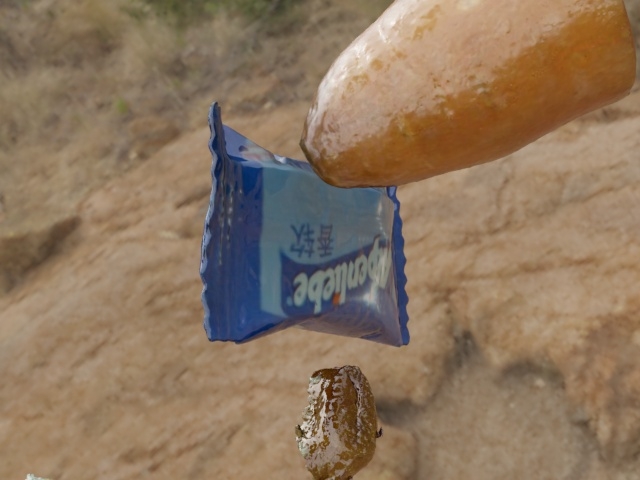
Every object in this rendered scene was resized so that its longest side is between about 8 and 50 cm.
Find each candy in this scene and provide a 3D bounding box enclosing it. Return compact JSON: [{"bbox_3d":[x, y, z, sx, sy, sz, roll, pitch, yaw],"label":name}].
[{"bbox_3d":[0.000,0.000,0.984,0.077,0.187,0.331,-7,-7,32],"label":"candy"}]

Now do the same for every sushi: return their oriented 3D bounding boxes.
[{"bbox_3d":[0.010,0.143,0.869,0.060,0.061,0.118,-41,17,35],"label":"sushi"}]

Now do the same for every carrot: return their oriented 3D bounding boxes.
[{"bbox_3d":[0.084,-0.120,0.801,0.225,0.159,0.159,-29,25,2],"label":"carrot"}]

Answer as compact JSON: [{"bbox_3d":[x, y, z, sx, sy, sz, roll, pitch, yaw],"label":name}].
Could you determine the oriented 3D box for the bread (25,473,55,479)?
[{"bbox_3d":[-0.270,0.311,1.217,0.172,0.232,0.064,37,118,43],"label":"bread"}]
